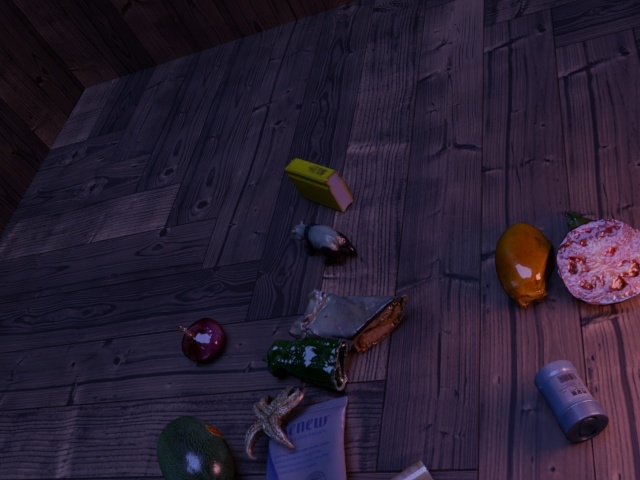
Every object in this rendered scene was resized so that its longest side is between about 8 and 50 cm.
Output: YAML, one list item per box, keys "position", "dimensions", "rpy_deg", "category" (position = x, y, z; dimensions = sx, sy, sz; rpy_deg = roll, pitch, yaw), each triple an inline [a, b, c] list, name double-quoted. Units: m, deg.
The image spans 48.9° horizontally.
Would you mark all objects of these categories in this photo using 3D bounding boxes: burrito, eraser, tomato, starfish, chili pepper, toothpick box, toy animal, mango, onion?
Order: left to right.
- position: [-0.381, 0.294, 2.175]
  dimensions: [0.150, 0.140, 0.150]
  rpy_deg: [-20, 43, 21]
  category: "onion"
- position: [-0.123, 0.473, 1.858]
  dimensions: [0.238, 0.071, 0.216]
  rpy_deg: [-50, 23, -23]
  category: "starfish"
- position: [-0.052, 0.336, 1.959]
  dimensions: [0.270, 0.136, 0.099]
  rpy_deg: [-1, 6, 36]
  category: "chili pepper"
- position: [-0.004, -0.191, 2.384]
  dimensions: [0.226, 0.158, 0.069]
  rpy_deg: [23, 63, 43]
  category: "eraser"
- position: [0.000, 0.000, 2.229]
  dimensions: [0.094, 0.121, 0.225]
  rpy_deg: [-48, 42, -15]
  category: "toy animal"
- position: [0.075, 0.229, 1.984]
  dimensions: [0.347, 0.107, 0.175]
  rpy_deg: [0, 67, 34]
  category: "burrito"
- position: [0.537, 0.049, 1.847]
  dimensions: [0.154, 0.126, 0.252]
  rpy_deg: [-3, 48, 15]
  category: "mango"
- position: [0.555, 0.355, 1.563]
  dimensions: [0.101, 0.101, 0.153]
  rpy_deg: [-27, 42, 7]
  category: "toothpick box"
- position: [0.699, 0.061, 1.739]
  dimensions: [0.225, 0.085, 0.225]
  rpy_deg: [-5, 73, 17]
  category: "tomato"

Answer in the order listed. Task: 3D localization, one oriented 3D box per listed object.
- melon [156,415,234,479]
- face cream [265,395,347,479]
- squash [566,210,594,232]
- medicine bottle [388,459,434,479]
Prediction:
- position: [-0.324, 0.579, 1.842]
  dimensions: [0.182, 0.182, 0.287]
  rpy_deg: [-41, 40, -8]
  category: "melon"
- position: [-0.036, 0.577, 1.740]
  dimensions: [0.235, 0.137, 0.420]
  rpy_deg: [-22, 31, 15]
  category: "face cream"
- position: [0.693, -0.027, 1.863]
  dimensions: [0.105, 0.105, 0.132]
  rpy_deg: [-22, 22, 12]
  category: "squash"
- position: [0.157, 0.589, 1.617]
  dimensions: [0.218, 0.074, 0.074]
  rpy_deg: [-33, 42, -3]
  category: "medicine bottle"
